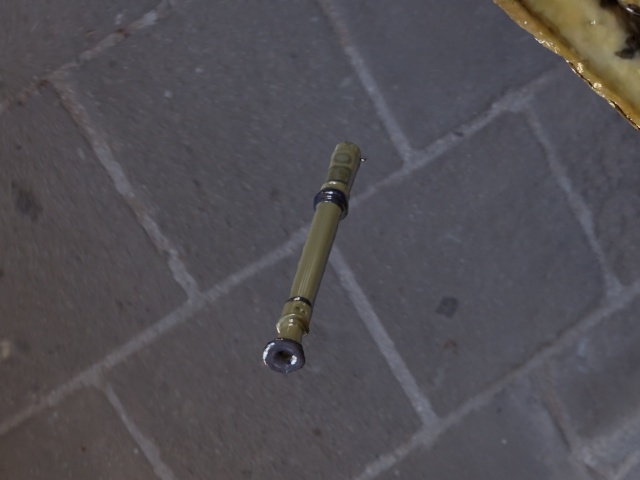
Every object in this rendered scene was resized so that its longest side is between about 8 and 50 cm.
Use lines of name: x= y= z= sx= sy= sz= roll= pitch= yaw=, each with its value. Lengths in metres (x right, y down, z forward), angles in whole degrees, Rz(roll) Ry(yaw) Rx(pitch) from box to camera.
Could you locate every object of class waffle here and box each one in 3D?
waffle: x=0.173 y=-0.172 z=0.748 sx=0.213 sy=0.308 sz=0.091 roll=38 pitch=109 yaw=-16

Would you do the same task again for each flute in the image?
flute: x=0.000 y=0.000 z=0.743 sx=0.027 sy=0.233 sz=0.027 roll=6 pitch=127 yaw=9
